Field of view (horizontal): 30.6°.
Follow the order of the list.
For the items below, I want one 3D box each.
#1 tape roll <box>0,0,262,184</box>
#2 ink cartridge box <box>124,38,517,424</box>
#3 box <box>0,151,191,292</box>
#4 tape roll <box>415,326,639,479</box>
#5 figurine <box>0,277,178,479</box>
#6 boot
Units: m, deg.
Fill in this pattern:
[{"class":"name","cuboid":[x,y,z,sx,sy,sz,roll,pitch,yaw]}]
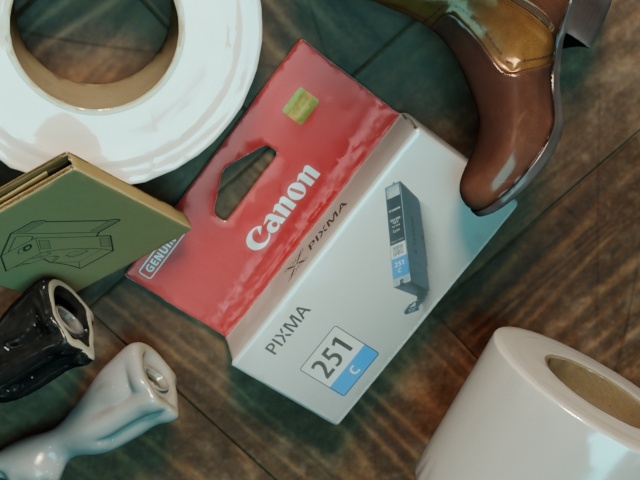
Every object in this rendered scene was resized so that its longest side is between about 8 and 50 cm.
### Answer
[{"class":"tape roll","cuboid":[-0.196,-0.191,1.009,0.286,0.100,0.286,-4,112,-10]},{"class":"ink cartridge box","cuboid":[0.000,0.000,1.141,0.261,0.066,0.296,34,101,-22]},{"class":"box","cuboid":[-0.230,-0.005,1.030,0.164,0.021,0.201,-28,158,14]},{"class":"tape roll","cuboid":[0.240,0.220,1.177,0.246,0.246,0.169,23,105,-18]},{"class":"figurine","cuboid":[-0.271,0.159,1.120,0.209,0.092,0.215,-34,136,11]},{"class":"boot","cuboid":[0.103,-0.190,1.045,0.280,0.096,0.264,27,89,-20]}]
